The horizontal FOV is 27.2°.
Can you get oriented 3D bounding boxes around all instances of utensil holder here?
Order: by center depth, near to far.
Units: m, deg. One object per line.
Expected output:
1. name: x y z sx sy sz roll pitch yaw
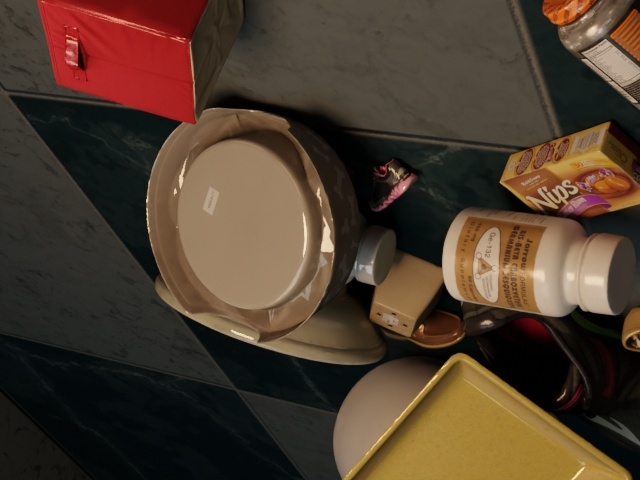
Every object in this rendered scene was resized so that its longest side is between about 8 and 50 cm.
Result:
1. utensil holder: 0.208 0.370 2.199 0.328 0.327 0.385 32 177 -11

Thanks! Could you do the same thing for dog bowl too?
1. dog bowl: -0.093 -0.028 1.926 0.349 0.102 0.348 8 103 35

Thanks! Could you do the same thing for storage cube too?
1. storage cube: -0.217 -0.287 1.655 0.193 0.215 0.183 17 152 7

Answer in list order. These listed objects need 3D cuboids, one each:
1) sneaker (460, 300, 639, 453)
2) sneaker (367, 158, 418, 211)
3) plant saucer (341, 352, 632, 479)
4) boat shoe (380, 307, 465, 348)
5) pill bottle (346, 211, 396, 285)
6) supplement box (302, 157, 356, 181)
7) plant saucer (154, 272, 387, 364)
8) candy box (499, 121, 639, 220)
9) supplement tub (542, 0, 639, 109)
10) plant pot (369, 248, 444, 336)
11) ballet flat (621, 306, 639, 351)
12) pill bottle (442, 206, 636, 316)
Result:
1. sneaker: 0.364 0.200 1.984 0.483 0.202 0.185 38 134 -23
2. sneaker: 0.095 -0.084 1.928 0.057 0.047 0.119 46 148 -2
3. plant saucer: 0.221 0.354 1.926 0.333 0.332 0.081 36 -164 -12
4. boat shoe: 0.165 0.138 2.229 0.178 0.064 0.060 5 148 41
5. pill bottle: 0.000 0.000 2.064 0.222 0.124 0.124 15 151 21
6. supplement box: 0.001 -0.105 1.964 0.083 0.043 0.055 38 150 -22
7. plant saucer: -0.069 0.086 2.184 0.401 0.100 0.400 18 -170 -3
8. candy box: 0.333 -0.082 1.697 0.109 0.053 0.187 37 151 -23
9. supplement tub: 0.333 -0.216 1.389 0.190 0.117 0.117 36 152 -17
10. plant pot: 0.134 0.090 2.135 0.109 0.096 0.109 22 153 7
11. ballet flat: 0.544 0.157 1.897 0.232 0.073 0.080 12 137 30
12. pill bottle: 0.288 0.031 1.741 0.229 0.131 0.131 9 148 33
